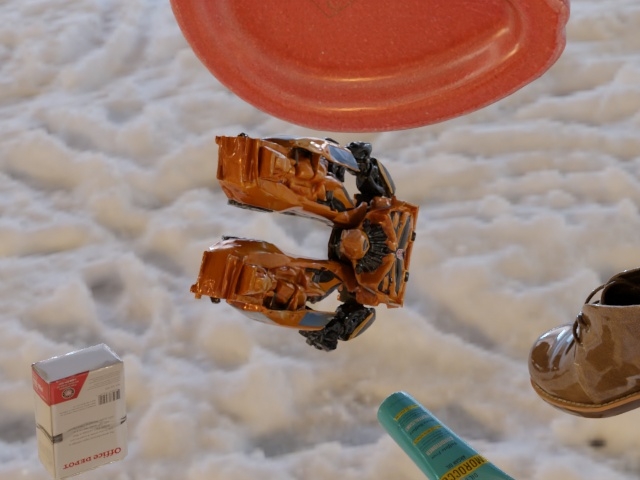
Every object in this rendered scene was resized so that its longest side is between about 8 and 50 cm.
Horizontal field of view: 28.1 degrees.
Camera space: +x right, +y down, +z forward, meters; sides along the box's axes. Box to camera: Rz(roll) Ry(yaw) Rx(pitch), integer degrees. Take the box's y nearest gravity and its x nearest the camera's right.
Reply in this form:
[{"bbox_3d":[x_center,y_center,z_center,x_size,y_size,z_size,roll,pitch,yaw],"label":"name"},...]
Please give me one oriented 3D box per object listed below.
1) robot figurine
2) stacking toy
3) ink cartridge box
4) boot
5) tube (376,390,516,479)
[{"bbox_3d":[0.000,0.000,1.198,0.085,0.211,0.291,8,-2,35],"label":"robot figurine"},{"bbox_3d":[0.016,-0.208,0.457,0.279,0.309,0.130,-21,33,33],"label":"stacking toy"},{"bbox_3d":[-0.286,0.204,1.525,0.099,0.135,0.056,-15,29,-33],"label":"ink cartridge box"},{"bbox_3d":[0.242,0.070,1.015,0.112,0.115,0.305,-53,13,-20],"label":"boot"},{"bbox_3d":[0.140,0.248,1.474,0.080,0.052,0.207,-34,39,-13],"label":"tube"}]
